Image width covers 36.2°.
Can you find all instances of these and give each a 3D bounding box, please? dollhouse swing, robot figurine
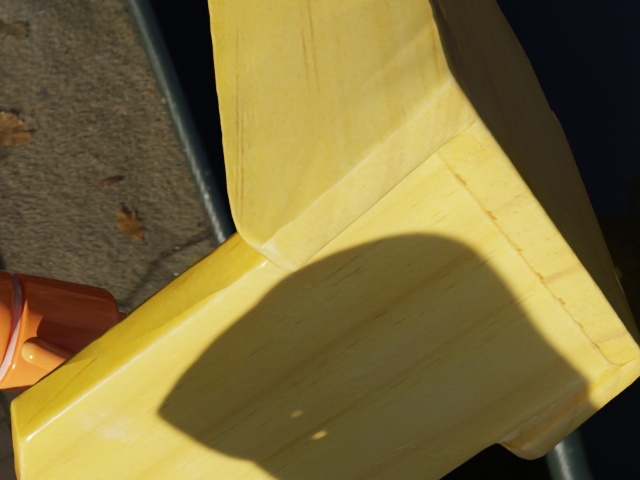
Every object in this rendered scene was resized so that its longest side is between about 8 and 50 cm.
[{"bbox_3d":[0.000,0.000,0.626,0.347,0.305,0.315,40,32,-49],"label":"dollhouse swing"},{"bbox_3d":[-0.299,0.100,1.040,0.219,0.128,0.158,14,41,-32],"label":"robot figurine"}]
